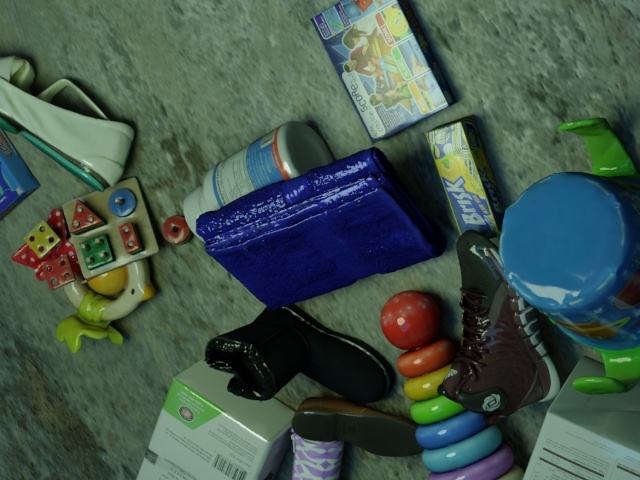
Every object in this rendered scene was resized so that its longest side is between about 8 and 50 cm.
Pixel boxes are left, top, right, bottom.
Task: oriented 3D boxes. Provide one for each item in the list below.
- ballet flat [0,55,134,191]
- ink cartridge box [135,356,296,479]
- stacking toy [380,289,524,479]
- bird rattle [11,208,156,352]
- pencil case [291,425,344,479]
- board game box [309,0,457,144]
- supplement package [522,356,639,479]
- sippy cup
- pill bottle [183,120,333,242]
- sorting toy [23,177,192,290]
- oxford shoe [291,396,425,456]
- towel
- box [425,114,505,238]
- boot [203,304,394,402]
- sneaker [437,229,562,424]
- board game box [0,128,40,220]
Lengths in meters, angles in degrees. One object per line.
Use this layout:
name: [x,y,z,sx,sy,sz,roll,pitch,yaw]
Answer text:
ballet flat: [-0.473,-0.221,1.879,0.400,0.139,0.139,29,118,12]
ink cartridge box: [-0.178,0.364,1.913,0.198,0.114,0.273,31,118,16]
stacking toy: [0.174,0.231,1.686,0.141,0.141,0.330,-24,89,31]
bird rattle: [-0.381,0.054,1.941,0.206,0.143,0.254,-25,81,20]
pencil case: [-0.014,0.387,1.850,0.088,0.086,0.206,3,110,-10]
board game box: [0.087,-0.253,1.618,0.136,0.035,0.201,-24,94,31]
supplement package: [0.384,0.339,1.563,0.198,0.199,0.263,22,115,19]
sippy cup: [0.338,0.016,1.422,0.240,0.224,0.305,-45,59,19]
pill bottle: [-0.096,-0.078,1.720,0.221,0.124,0.124,-28,92,33]
sorting toy: [-0.353,-0.019,1.864,0.274,0.046,0.132,-20,79,6]
oxford shoe: [0.066,0.278,1.789,0.212,0.076,0.076,13,119,6]
towel: [0.000,0.000,1.647,0.308,0.076,0.228,-19,133,25]
box: [0.206,-0.084,1.601,0.059,0.054,0.169,-16,99,31]
boot: [-0.033,0.197,1.729,0.246,0.207,0.094,33,118,14]
sneaker: [0.215,0.137,1.573,0.162,0.106,0.281,-31,108,-12]
board game box: [-0.604,-0.136,2.009,0.160,0.047,0.210,-35,88,32]
